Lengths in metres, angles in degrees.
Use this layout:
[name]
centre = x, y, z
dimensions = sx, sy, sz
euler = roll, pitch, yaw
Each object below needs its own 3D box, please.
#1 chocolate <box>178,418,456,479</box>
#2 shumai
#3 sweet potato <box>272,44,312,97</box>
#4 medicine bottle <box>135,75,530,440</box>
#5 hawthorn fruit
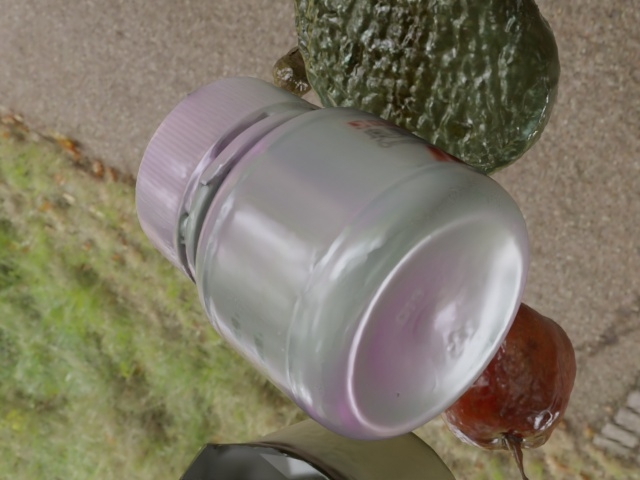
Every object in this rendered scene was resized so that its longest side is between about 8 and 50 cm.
[chocolate]
centre = 0.012, 0.359, 1.089
dimensions = 0.314, 0.326, 0.297
euler = 42, -161, 23
[shumai]
centre = 0.179, -0.291, 1.341
dimensions = 0.397, 0.323, 0.324
euler = 42, 129, 10
[sweet potato]
centre = -0.023, -0.295, 1.647
dimensions = 0.081, 0.233, 0.062
euler = 41, 122, 2
[medicine bottle]
centre = 0.000, 0.000, 0.899
dimensions = 0.325, 0.256, 0.256
euler = 35, 166, 41
[hawthorn fruit]
centre = 0.249, 0.215, 1.322
dimensions = 0.207, 0.243, 0.207
euler = -4, 153, -2
